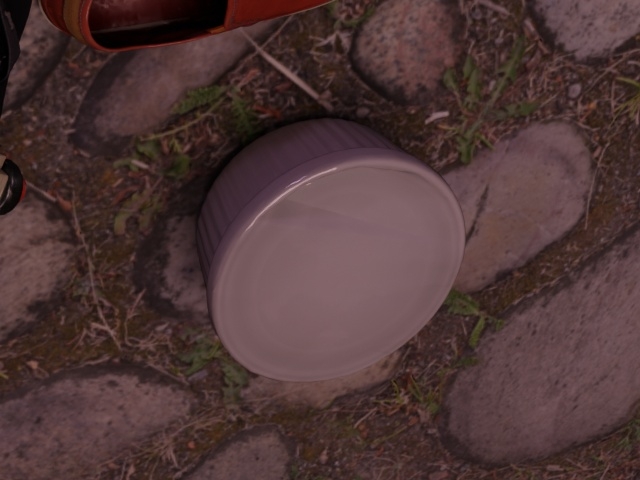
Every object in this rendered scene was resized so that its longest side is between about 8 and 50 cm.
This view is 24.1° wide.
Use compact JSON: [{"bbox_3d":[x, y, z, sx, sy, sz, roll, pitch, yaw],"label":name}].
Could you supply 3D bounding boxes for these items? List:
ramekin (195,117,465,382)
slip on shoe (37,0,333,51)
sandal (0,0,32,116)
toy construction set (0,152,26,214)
[{"bbox_3d":[0.000,0.000,1.509,0.273,0.127,0.273,-13,130,-17],"label":"ramekin"},{"bbox_3d":[-0.078,-0.229,1.311,0.331,0.101,0.123,-14,128,-19],"label":"slip on shoe"},{"bbox_3d":[-0.294,-0.167,1.279,0.097,0.054,0.254,-4,127,-24],"label":"sandal"},{"bbox_3d":[-0.372,-0.036,1.260,0.151,0.215,0.328,-11,127,-49],"label":"toy construction set"}]
